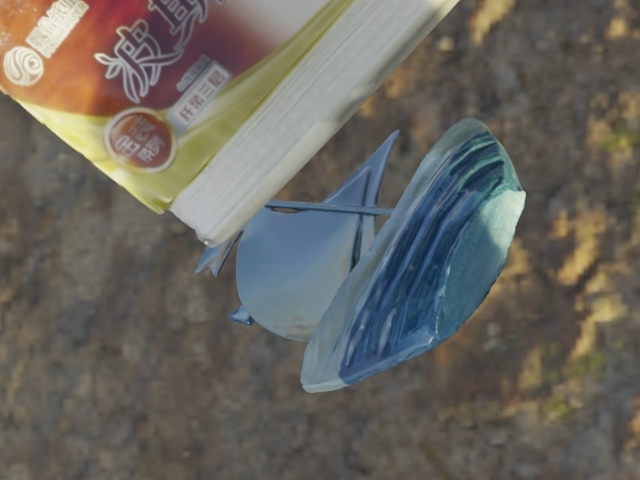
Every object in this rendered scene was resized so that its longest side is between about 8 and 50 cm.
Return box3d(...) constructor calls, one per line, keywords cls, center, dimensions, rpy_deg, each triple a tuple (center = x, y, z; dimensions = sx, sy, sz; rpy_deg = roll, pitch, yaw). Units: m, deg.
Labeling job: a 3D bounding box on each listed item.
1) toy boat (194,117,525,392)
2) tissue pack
box3d(cls="toy boat", center=(0.001, 0.008, 0.600), dimensions=(0.149, 0.034, 0.105), rpy_deg=(-13, 45, 35))
box3d(cls="tissue pack", center=(-0.010, -0.094, 0.464), dimensions=(0.149, 0.099, 0.106), rpy_deg=(-46, 14, 28))
